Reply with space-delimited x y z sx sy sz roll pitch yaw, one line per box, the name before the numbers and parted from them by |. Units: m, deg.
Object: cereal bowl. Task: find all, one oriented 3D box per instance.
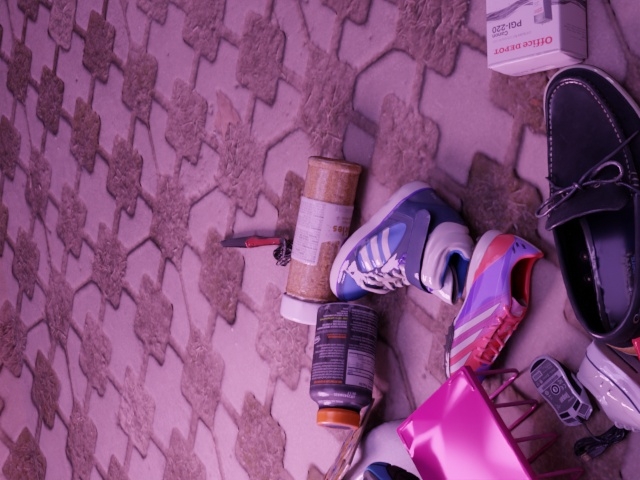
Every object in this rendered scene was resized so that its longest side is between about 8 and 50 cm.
cereal bowl | 0.155 0.517 1.781 0.339 0.141 0.339 -3 86 47

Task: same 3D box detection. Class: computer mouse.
computer mouse | 0.433 0.276 1.574 0.106 0.042 0.193 -52 59 37

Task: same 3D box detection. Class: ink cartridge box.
ink cartridge box | 0.380 -0.416 1.634 0.158 0.092 0.218 -5 86 47

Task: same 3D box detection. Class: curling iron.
curling iron | -0.161 0.017 2.220 0.274 0.035 0.068 8 93 46

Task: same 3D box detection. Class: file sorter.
file sorter | 0.313 0.388 1.589 0.202 0.182 0.290 -51 53 33

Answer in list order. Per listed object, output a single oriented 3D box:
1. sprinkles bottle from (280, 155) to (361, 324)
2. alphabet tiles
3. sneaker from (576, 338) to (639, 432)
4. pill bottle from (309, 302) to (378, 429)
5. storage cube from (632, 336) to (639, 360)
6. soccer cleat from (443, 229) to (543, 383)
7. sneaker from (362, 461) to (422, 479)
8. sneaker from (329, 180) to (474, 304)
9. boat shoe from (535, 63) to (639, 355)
sprinkles bottle | 0.000 0.000 1.988 0.121 0.121 0.355 18 100 46
alphabet tiles | 0.038 0.459 1.891 0.009 0.198 0.237 28 126 0
sneaker | 0.512 0.267 1.466 0.258 0.094 0.091 53 136 43
pill bottle | 0.046 0.260 1.879 0.130 0.130 0.245 -14 62 45
storage cube | 0.594 0.198 1.303 0.215 0.184 0.193 -31 67 40
soccer cleat | 0.311 0.144 1.668 0.116 0.108 0.318 20 100 41
sneaker | 0.182 0.539 1.608 0.341 0.125 0.139 46 110 10
sneaker | 0.165 0.065 1.802 0.323 0.130 0.236 -52 49 25
boat shoe | 0.452 -0.061 1.492 0.187 0.156 0.500 -23 70 46
